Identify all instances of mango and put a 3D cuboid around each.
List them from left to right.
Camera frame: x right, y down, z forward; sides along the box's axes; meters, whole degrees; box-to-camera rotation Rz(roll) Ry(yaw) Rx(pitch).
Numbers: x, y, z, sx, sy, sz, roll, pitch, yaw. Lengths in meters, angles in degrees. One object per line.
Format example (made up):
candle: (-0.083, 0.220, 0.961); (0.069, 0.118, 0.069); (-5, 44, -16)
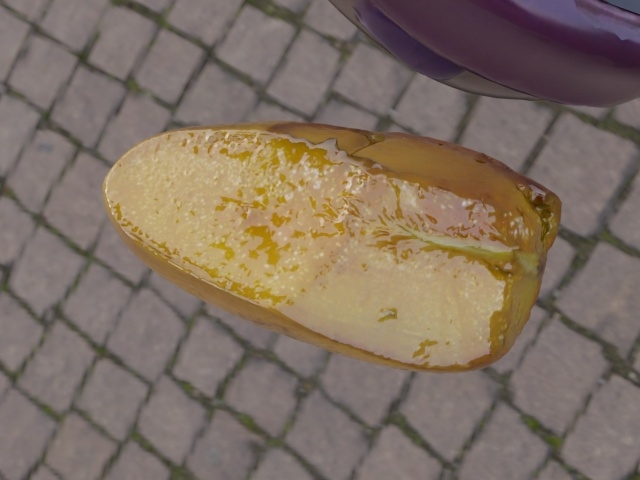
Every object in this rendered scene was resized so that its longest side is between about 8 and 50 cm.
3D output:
mango: (0.000, 0.000, 1.248); (0.350, 0.199, 0.201); (10, 51, 12)

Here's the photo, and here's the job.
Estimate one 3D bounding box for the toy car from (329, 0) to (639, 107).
toy car: (0.099, -0.176, 0.462); (0.341, 0.240, 0.271); (-32, 96, -18)
